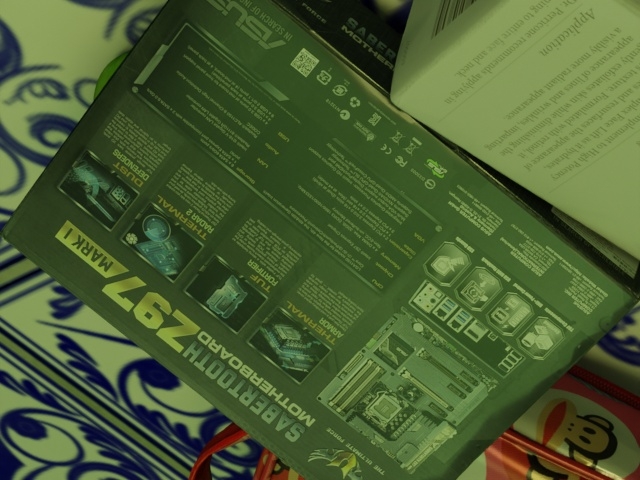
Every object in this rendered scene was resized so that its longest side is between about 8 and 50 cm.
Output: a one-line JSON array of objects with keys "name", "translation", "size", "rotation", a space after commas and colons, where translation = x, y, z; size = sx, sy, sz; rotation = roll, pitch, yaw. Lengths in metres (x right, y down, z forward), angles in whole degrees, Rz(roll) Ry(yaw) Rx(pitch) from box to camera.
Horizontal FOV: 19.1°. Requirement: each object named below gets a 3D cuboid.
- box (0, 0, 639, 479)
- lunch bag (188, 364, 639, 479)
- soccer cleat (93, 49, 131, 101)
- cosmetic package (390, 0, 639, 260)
[{"name": "box", "translation": [0.000, 0.000, 0.834], "size": [0.232, 0.059, 0.183], "rotation": [39, 121, -3]}, {"name": "lunch bag", "translation": [0.046, 0.182, 0.993], "size": [0.258, 0.120, 0.293], "rotation": [27, 118, 10]}, {"name": "soccer cleat", "translation": [-0.029, -0.028, 0.901], "size": [0.179, 0.060, 0.072], "rotation": [39, 138, -21]}, {"name": "cosmetic package", "translation": [0.157, -0.052, 0.765], "size": [0.231, 0.085, 0.117], "rotation": [31, 143, -18]}]
